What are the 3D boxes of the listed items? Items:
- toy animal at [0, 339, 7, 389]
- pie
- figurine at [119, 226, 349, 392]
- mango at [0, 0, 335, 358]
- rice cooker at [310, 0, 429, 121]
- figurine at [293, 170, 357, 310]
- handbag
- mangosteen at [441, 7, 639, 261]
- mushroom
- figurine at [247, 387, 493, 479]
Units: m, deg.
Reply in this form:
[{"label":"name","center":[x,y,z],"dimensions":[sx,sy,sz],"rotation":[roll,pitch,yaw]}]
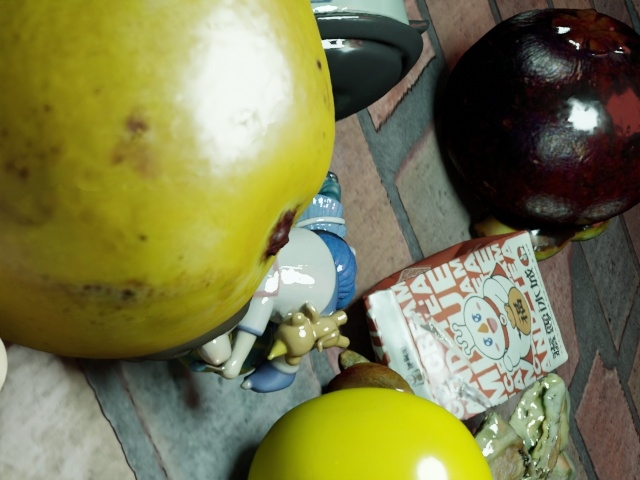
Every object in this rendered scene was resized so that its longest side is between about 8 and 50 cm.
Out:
[{"label":"toy animal","center":[-0.233,0.113,0.732],"dimensions":[0.149,0.165,0.248],"rotation":[90,-16,-70]},{"label":"pie","center":[0.194,0.303,1.574],"dimensions":[0.337,0.075,0.337],"rotation":[-32,128,-52]},{"label":"figurine","center":[-0.107,0.029,1.078],"dimensions":[0.275,0.158,0.161],"rotation":[24,44,-52]},{"label":"mango","center":[-0.168,-0.144,0.887],"dimensions":[0.445,0.300,0.232],"rotation":[62,-6,10]},{"label":"rice cooker","center":[-0.046,-0.190,1.216],"dimensions":[0.280,0.241,0.227],"rotation":[-6,75,-29]},{"label":"figurine","center":[0.000,0.000,1.408],"dimensions":[0.086,0.087,0.149],"rotation":[15,55,-20]},{"label":"handbag","center":[0.131,0.099,1.565],"dimensions":[0.298,0.151,0.171],"rotation":[-16,88,-59]},{"label":"mangosteen","center":[0.305,-0.129,1.895],"dimensions":[0.307,0.307,0.347],"rotation":[-72,171,-50]},{"label":"mushroom","center":[0.039,0.150,1.421],"dimensions":[0.129,0.073,0.088],"rotation":[-136,-144,-54]},{"label":"figurine","center":[0.050,0.290,1.189],"dimensions":[0.187,0.215,0.343],"rotation":[9,70,-60]}]
